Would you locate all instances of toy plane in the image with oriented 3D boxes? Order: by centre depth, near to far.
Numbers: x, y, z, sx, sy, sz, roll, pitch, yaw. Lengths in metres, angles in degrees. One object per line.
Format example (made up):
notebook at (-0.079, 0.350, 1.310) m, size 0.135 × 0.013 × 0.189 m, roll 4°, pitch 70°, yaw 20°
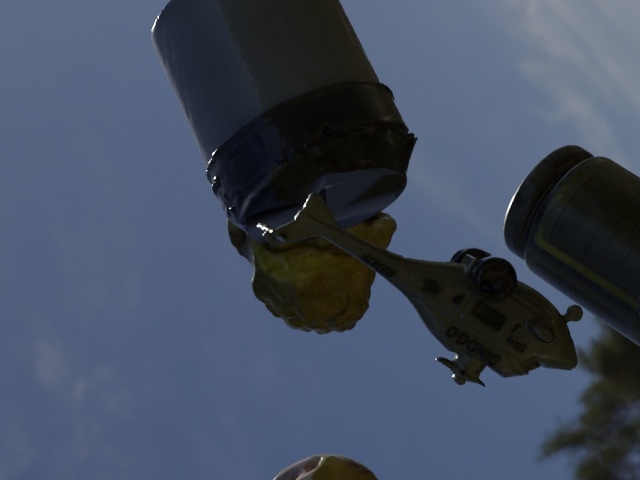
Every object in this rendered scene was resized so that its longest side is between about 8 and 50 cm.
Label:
toy plane at (0.087, 0.039, 1.396) m, size 0.286 × 0.108 × 0.092 m, roll 32°, pitch -179°, yaw -12°

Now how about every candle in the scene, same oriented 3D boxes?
candle at (-0.052, -0.178, 1.845) m, size 0.221 × 0.221 × 0.342 m, roll 15°, pitch -133°, yaw -61°

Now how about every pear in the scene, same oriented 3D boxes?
pear at (-0.001, 0.348, 2.103) m, size 0.178 × 0.178 × 0.178 m, roll 46°, pitch -157°, yaw -27°

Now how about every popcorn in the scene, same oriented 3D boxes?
popcorn at (0.000, 0.000, 2.103) m, size 0.200 × 0.203 × 0.226 m, roll 45°, pitch -147°, yaw -38°

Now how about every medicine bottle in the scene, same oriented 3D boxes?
medicine bottle at (0.357, 0.034, 1.810) m, size 0.322 × 0.151 × 0.151 m, roll 36°, pitch -171°, yaw 30°

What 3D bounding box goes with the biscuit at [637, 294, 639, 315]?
biscuit at (0.280, -0.024, 1.294) m, size 0.034 × 0.199 × 0.064 m, roll 20°, pitch -146°, yaw 16°
